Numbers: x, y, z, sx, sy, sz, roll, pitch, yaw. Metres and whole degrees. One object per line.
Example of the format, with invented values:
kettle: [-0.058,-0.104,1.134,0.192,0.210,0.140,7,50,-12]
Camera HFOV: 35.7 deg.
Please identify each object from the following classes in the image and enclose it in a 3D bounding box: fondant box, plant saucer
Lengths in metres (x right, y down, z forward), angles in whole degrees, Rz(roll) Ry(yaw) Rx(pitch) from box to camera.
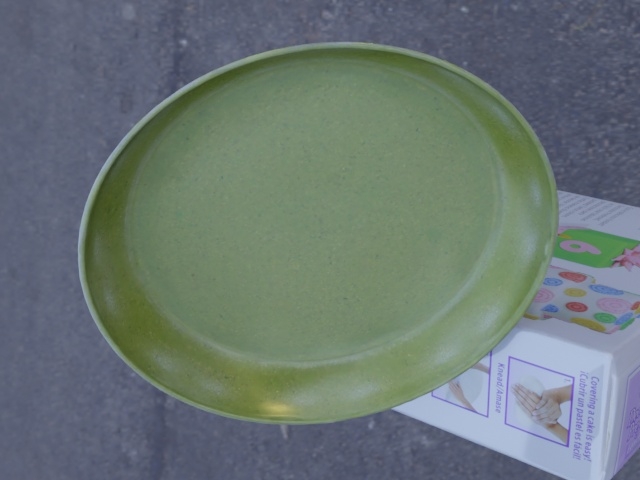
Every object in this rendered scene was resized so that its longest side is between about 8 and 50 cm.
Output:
fondant box: [0.102,0.031,0.718,0.330,0.238,0.096,15,116,37]
plant saucer: [0.000,0.000,0.511,0.037,0.241,0.241,-101,32,-52]
